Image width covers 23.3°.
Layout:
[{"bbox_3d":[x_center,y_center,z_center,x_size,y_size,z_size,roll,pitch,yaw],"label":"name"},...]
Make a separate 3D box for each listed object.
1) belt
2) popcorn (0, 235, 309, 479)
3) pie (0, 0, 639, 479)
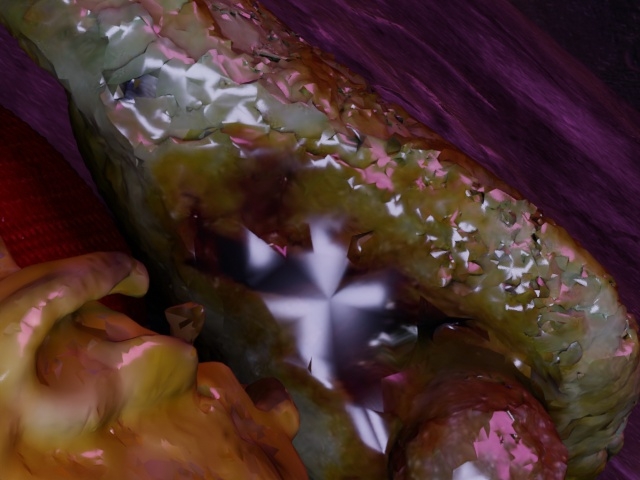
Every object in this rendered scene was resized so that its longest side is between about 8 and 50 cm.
[{"bbox_3d":[-0.174,0.007,0.720,0.201,0.128,0.124,44,21,11],"label":"belt"},{"bbox_3d":[-0.122,0.086,0.530,0.250,0.190,0.250,17,-1,0],"label":"popcorn"},{"bbox_3d":[-0.014,-0.015,0.833,0.418,0.180,0.395,50,-5,11],"label":"pie"}]
